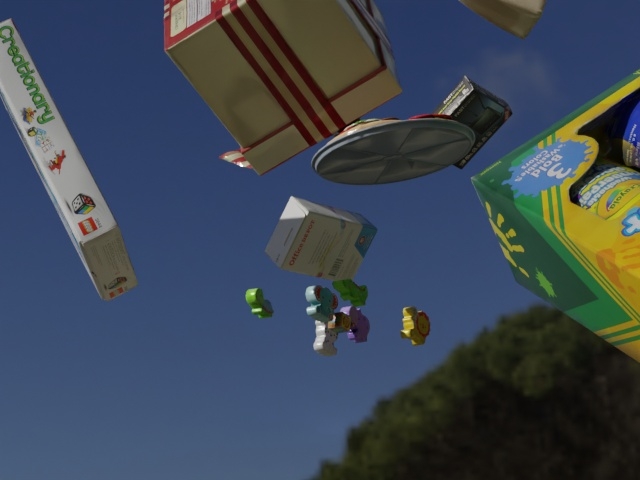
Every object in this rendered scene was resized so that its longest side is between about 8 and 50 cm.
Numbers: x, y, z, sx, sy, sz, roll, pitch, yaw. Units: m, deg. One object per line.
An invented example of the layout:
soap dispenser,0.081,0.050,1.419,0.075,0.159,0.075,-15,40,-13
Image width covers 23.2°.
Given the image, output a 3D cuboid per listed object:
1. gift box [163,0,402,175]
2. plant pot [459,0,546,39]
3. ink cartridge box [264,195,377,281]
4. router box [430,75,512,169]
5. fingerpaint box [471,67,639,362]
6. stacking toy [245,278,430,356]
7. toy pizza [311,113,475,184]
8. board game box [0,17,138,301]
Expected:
gift box,-0.061,-0.255,2.064,0.276,0.255,0.258,-28,-58,19
plant pot,0.226,-0.321,1.899,0.096,0.109,0.109,17,-10,-1
ink cartridge box,0.000,0.000,2.061,0.122,0.088,0.052,13,21,-39
router box,0.212,-0.174,2.325,0.092,0.038,0.122,25,-65,-36
fingerpaint box,0.444,-0.077,1.658,0.445,0.163,0.371,-33,27,-9
stacking toy,0.025,0.097,2.133,0.167,0.052,0.221,-10,-28,33
toy pizza,0.087,-0.115,1.893,0.201,0.032,0.201,-8,-16,-2
board game box,-0.315,-0.093,1.877,0.053,0.305,0.193,-26,-20,-10
